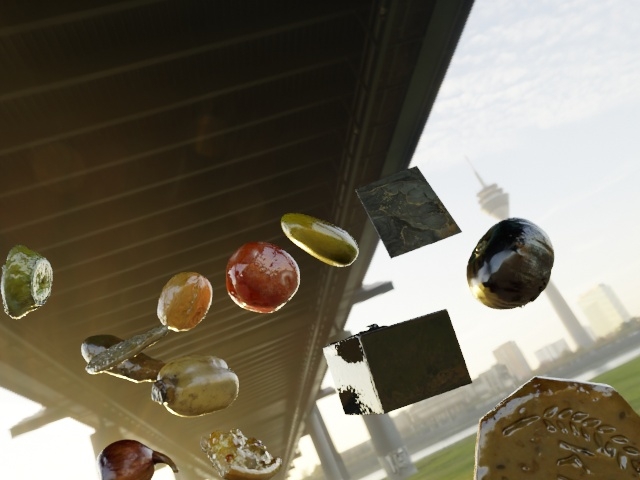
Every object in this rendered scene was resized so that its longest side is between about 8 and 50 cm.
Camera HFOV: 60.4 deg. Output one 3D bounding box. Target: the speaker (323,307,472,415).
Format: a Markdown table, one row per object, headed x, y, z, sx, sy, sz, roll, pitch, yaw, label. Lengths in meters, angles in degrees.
| x | y | z | sx | sy | sz | roll | pitch | yaw | label |
| --- | --- | --- | --- | --- | --- | --- | --- | --- | --- |
| 0.162 | 0.276 | 1.243 | 0.232 | 0.184 | 0.254 | -12 | -13 | -22 | speaker |

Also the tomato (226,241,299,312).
| x | y | z | sx | sy | sz | roll | pitch | yaw | label |
| --- | --- | --- | --- | --- | --- | --- | --- | --- | --- |
| -0.186 | 0.119 | 1.669 | 0.232 | 0.232 | 0.188 | -45 | 6 | 40 | tomato |

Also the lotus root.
| x | y | z | sx | sy | sz | roll | pitch | yaw | label |
| --- | --- | --- | --- | --- | --- | --- | --- | --- | --- |
| -0.323 | 0.377 | 1.433 | 0.284 | 0.160 | 0.146 | 13 | -85 | -59 | lotus root |

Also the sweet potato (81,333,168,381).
| x | y | z | sx | sy | sz | roll | pitch | yaw | label |
| --- | --- | --- | --- | --- | --- | --- | --- | --- | --- |
| -0.680 | 0.421 | 1.934 | 0.423 | 0.130 | 0.130 | 12 | -13 | 20 | sweet potato |

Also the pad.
| x | y | z | sx | sy | sz | roll | pitch | yaw | label |
| --- | --- | --- | --- | --- | --- | --- | --- | --- | --- |
| 0.290 | -0.106 | 1.874 | 0.248 | 0.367 | 0.007 | -22 | -43 | 0 | pad |

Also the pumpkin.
| x | y | z | sx | sy | sz | roll | pitch | yaw | label |
| --- | --- | --- | --- | --- | --- | --- | --- | --- | --- |
| 0.443 | 0.056 | 1.302 | 0.233 | 0.163 | 0.233 | -62 | 3 | 5 | pumpkin |

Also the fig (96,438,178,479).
| x | y | z | sx | sy | sz | roll | pitch | yaw | label |
| --- | --- | --- | --- | --- | --- | --- | --- | --- | --- |
| -0.532 | 0.650 | 1.586 | 0.207 | 0.175 | 0.175 | -21 | -23 | -21 | fig |

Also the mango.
| x | y | z | sx | sy | sz | roll | pitch | yaw | label |
| --- | --- | --- | --- | --- | --- | --- | --- | --- | --- |
| 0.003 | 0.002 | 1.198 | 0.191 | 0.122 | 0.085 | 20 | -75 | -39 | mango |

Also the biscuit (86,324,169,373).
| x | y | z | sx | sy | sz | roll | pitch | yaw | label |
| --- | --- | --- | --- | --- | --- | --- | --- | --- | --- |
| -0.524 | 0.298 | 1.431 | 0.290 | 0.038 | 0.141 | -23 | 11 | 31 | biscuit |

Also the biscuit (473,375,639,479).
| x | y | z | sx | sy | sz | roll | pitch | yaw | label |
| --- | --- | --- | --- | --- | --- | --- | --- | --- | --- |
| 0.462 | 0.431 | 1.023 | 0.359 | 0.359 | 0.046 | -28 | -12 | 6 | biscuit |

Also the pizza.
| x | y | z | sx | sy | sz | roll | pitch | yaw | label |
| --- | --- | --- | --- | --- | --- | --- | --- | --- | --- |
| -0.241 | 0.648 | 1.679 | 0.089 | 0.223 | 0.323 | -59 | -28 | -3 | pizza |

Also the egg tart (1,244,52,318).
| x | y | z | sx | sy | sz | roll | pitch | yaw | label |
| --- | --- | --- | --- | --- | --- | --- | --- | --- | --- |
| -0.745 | 0.105 | 1.397 | 0.078 | 0.197 | 0.197 | 2 | -27 | -5 | egg tart |

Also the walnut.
| x | y | z | sx | sy | sz | roll | pitch | yaw | label |
| --- | --- | --- | --- | --- | --- | --- | --- | --- | --- |
| -0.431 | 0.193 | 1.750 | 0.159 | 0.159 | 0.206 | 12 | -67 | -56 | walnut |
